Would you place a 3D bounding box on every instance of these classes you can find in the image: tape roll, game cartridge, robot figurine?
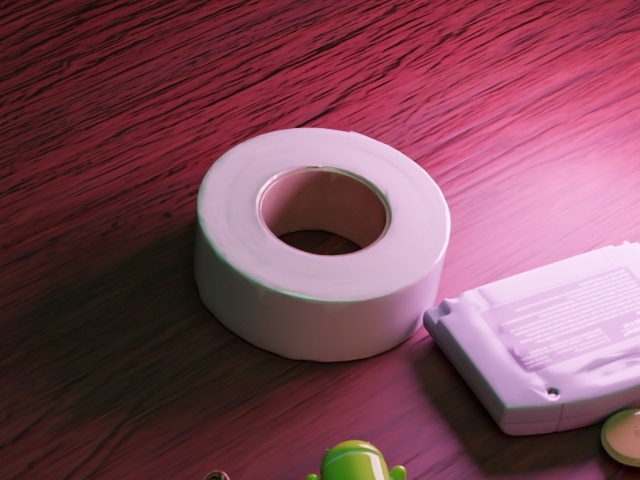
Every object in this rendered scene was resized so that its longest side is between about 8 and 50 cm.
[{"bbox_3d":[0.000,0.000,1.908,0.286,0.100,0.286,4,43,-4],"label":"tape roll"},{"bbox_3d":[0.284,0.109,1.871,0.294,0.060,0.196,-16,45,-23],"label":"game cartridge"},{"bbox_3d":[0.037,0.245,1.677,0.101,0.067,0.115,-6,44,-8],"label":"robot figurine"}]

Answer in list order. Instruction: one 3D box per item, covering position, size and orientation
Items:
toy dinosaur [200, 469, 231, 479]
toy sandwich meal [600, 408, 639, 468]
[{"bbox_3d":[-0.123,0.255,1.641,0.047,0.090,0.082,29,90,34],"label":"toy dinosaur"},{"bbox_3d":[0.335,0.212,1.787,0.086,0.029,0.085,-4,44,4],"label":"toy sandwich meal"}]
